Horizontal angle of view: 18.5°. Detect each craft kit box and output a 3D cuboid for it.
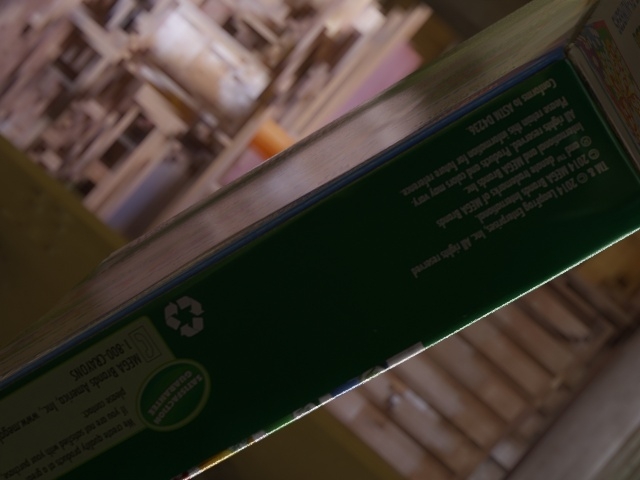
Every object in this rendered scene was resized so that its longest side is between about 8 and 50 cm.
[{"bbox_3d":[0.000,0.000,0.634,0.250,0.061,0.246,-30,-171,20],"label":"craft kit box"}]
